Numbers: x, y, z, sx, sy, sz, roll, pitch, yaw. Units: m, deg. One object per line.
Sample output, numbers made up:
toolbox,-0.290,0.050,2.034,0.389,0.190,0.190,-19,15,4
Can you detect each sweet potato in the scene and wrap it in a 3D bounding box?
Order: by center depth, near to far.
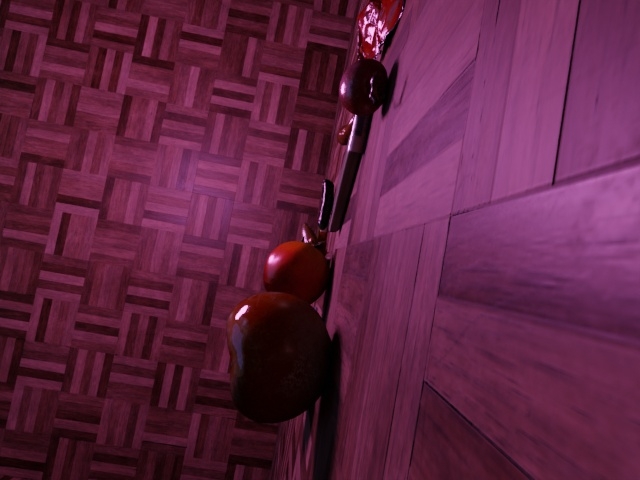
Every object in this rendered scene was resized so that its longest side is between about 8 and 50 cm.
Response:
sweet potato,0.084,-0.315,1.221,0.078,0.058,0.255,-59,6,-4
sweet potato,-0.034,0.091,1.700,0.108,0.079,0.346,165,107,-65

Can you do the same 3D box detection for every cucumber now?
cucumber,0.023,-0.144,1.728,0.052,0.058,0.214,-10,69,50

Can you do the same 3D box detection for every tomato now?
tomato,-0.084,0.244,0.893,0.270,0.223,0.270,172,90,-78

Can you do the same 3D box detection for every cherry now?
cherry,0.090,-0.288,0.770,0.107,0.090,0.225,-65,13,7

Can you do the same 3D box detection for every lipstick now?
lipstick,0.097,-0.279,0.992,0.040,0.040,0.141,-90,11,-73

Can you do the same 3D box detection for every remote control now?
remote control,0.064,-0.149,1.160,0.309,0.038,0.090,103,176,-46

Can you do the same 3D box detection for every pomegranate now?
pomegranate,-0.066,0.093,1.276,0.235,0.210,0.210,-55,-6,-21

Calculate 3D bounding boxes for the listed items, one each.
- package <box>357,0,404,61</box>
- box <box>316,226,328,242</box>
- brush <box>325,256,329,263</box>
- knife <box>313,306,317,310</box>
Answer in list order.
package,0.130,-0.504,0.925,0.269,0.071,0.194,137,129,-79
box,0.000,0.000,1.862,0.235,0.034,0.132,118,163,-80
brush,-0.045,0.089,1.511,0.327,0.065,0.070,179,95,-74
knife,-0.029,0.284,1.619,0.210,0.015,0.028,110,177,-67
